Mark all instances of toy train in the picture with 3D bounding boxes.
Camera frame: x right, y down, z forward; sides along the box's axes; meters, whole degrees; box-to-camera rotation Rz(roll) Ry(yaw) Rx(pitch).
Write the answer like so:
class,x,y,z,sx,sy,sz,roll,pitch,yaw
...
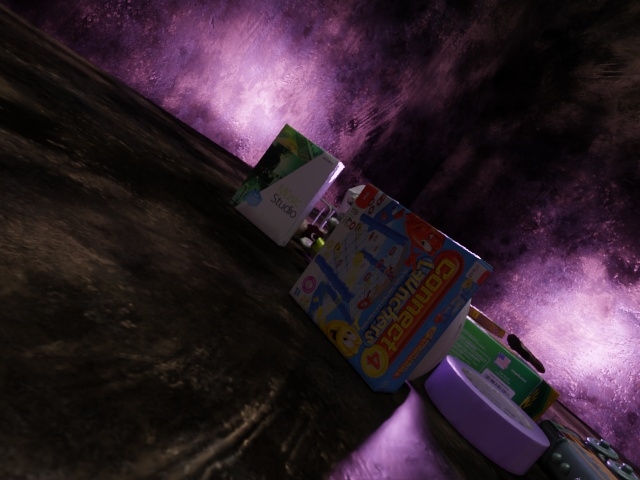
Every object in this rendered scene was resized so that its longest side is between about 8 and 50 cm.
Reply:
class,x,y,z,sx,sy,sz,roll,pitch,yaw
toy train,0.647,0.570,1.035,0.190,0.142,0.334,24,10,-3

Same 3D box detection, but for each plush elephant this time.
class,x,y,z,sx,sy,sz,roll,pitch,yaw
plush elephant,0.075,0.012,1.439,0.255,0.330,0.272,-1,29,-39

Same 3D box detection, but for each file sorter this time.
class,x,y,z,sx,sy,sz,roll,pitch,yaw
file sorter,0.031,-0.062,1.927,0.277,0.173,0.193,29,11,-47

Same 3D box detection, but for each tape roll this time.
class,x,y,z,sx,sy,sz,roll,pitch,yaw
tape roll,0.378,0.393,1.007,0.274,0.090,0.275,37,7,-5

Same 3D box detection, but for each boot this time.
class,x,y,z,sx,sy,sz,roll,pitch,yaw
boot,0.614,0.338,1.297,0.114,0.037,0.106,34,20,-31

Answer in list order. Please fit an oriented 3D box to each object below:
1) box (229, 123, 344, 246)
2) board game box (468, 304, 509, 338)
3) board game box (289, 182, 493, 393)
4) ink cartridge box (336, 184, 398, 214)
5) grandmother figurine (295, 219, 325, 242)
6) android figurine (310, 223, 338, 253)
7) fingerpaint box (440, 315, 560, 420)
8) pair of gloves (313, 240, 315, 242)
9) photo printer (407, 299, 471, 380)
class,x,y,z,sx,sy,sz,roll,pitch,yaw
box,-0.111,-0.176,1.379,0.232,0.322,0.058,38,4,18
board game box,0.504,0.239,1.437,0.124,0.039,0.259,36,0,-16
board game box,0.123,0.086,0.886,0.086,0.308,0.302,27,11,-49
ink cartridge box,0.220,-0.143,1.911,0.207,0.119,0.353,28,17,9
grandmother figurine,0.000,0.000,1.660,0.342,0.104,0.208,35,13,-20
android figurine,0.100,0.083,1.255,0.273,0.248,0.056,51,-33,9
fingerpaint box,0.488,0.358,1.372,0.445,0.163,0.371,43,5,41
pair of gloves,0.003,0.041,1.571,0.083,0.074,0.010,25,-34,-23
photo printer,0.174,0.144,1.003,0.107,0.256,0.307,-3,36,-48
